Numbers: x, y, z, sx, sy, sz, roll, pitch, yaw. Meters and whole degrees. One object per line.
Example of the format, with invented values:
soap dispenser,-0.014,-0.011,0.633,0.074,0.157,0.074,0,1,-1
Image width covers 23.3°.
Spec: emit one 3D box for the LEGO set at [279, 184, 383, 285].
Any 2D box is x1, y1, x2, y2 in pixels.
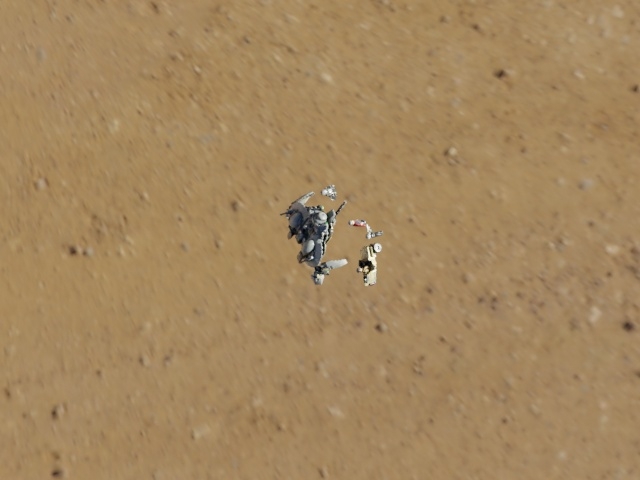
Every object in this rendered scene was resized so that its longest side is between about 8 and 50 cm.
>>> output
LEGO set,0.001,-0.002,0.822,0.023,0.083,0.054,-5,92,-32
